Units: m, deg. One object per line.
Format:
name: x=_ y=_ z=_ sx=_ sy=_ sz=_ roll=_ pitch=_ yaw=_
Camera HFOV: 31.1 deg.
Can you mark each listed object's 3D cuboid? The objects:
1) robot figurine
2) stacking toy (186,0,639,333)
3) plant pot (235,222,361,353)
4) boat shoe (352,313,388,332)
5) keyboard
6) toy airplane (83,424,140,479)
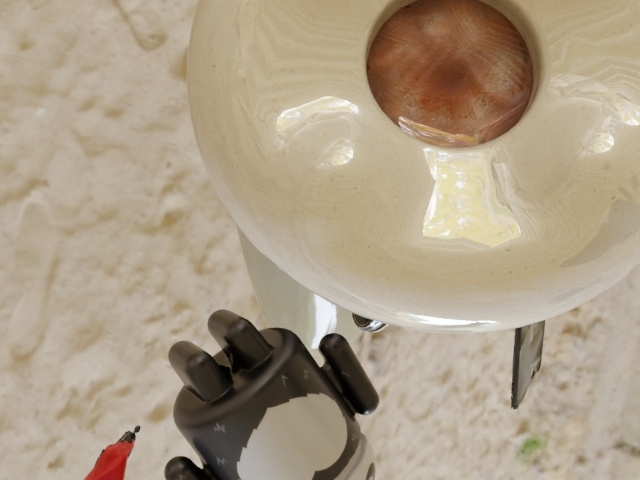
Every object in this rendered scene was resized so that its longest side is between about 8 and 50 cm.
robot figurine: x=-0.054 y=0.212 z=1.295 sx=0.278 sy=0.209 sz=0.174 roll=57 pitch=23 yaw=-17
stacking toy: x=0.083 y=-0.070 z=0.948 sx=0.351 sy=0.350 sz=0.480 roll=-64 pitch=175 yaw=-12
plant pot: x=0.000 y=0.000 z=1.500 sx=0.256 sy=0.256 sz=0.274 roll=-34 pitch=138 yaw=-46
boat shoe: x=0.073 y=0.023 z=1.331 sx=0.065 sy=0.075 sz=0.206 roll=-4 pitch=131 yaw=-40
keyboard: x=0.207 y=0.078 z=1.179 sx=0.100 sy=0.038 sz=0.192 roll=-48 pitch=147 yaw=-40
toy airplane: x=-0.234 y=0.250 z=1.184 sx=0.151 sy=0.028 sz=0.151 roll=-50 pitch=-170 yaw=12
